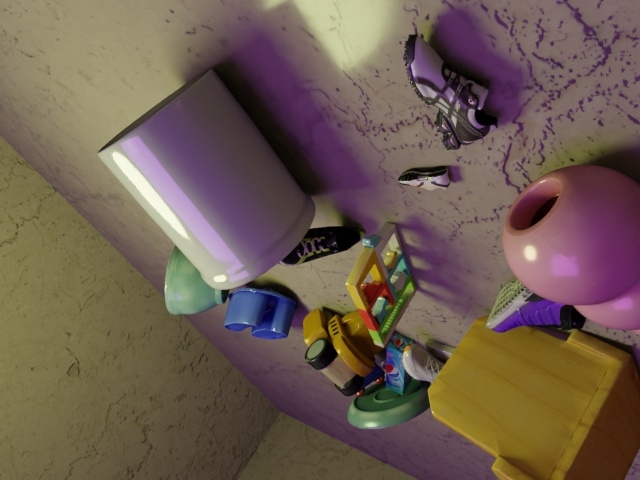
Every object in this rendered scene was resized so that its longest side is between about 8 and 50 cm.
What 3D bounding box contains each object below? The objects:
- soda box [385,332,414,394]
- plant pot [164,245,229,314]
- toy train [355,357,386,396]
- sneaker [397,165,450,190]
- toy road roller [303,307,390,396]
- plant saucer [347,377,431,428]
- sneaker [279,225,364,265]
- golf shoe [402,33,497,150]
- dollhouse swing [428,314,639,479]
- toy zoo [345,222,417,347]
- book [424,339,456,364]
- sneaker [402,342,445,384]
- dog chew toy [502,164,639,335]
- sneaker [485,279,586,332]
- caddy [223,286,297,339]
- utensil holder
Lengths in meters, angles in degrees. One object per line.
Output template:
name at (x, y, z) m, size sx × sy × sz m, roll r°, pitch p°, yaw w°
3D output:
soda box at (0.259, 0.405, 1.534) m, size 0.067 × 0.071 × 0.210 m, roll 19°, pitch 133°, yaw 29°
plant pot at (-0.458, 0.152, 1.828) m, size 0.196 × 0.293 × 0.293 m, roll 6°, pitch 148°, yaw 2°
toy train at (0.178, 0.431, 1.680) m, size 0.105 × 0.248 × 0.143 m, roll 48°, pitch -170°, yaw -30°
sneaker at (0.197, -0.112, 0.897) m, size 0.109 × 0.040 × 0.044 m, roll 6°, pitch 142°, yaw 44°
toy road roller at (0.092, 0.330, 1.578) m, size 0.202 × 0.240 × 0.329 m, roll 46°, pitch -172°, yaw -18°
plant saucer at (0.238, 0.547, 1.620) m, size 0.317 × 0.317 × 0.044 m, roll -15°, pitch 93°, yaw 56°
sneaker at (0.000, 0.000, 1.133) m, size 0.097 × 0.234 × 0.084 m, roll -17°, pitch 88°, yaw 60°
golf shoe at (0.197, -0.229, 0.698) m, size 0.093 × 0.077 × 0.198 m, roll -11°, pitch 135°, yaw 41°
dollhouse swing at (0.471, 0.387, 1.040) m, size 0.305 × 0.347 × 0.315 m, roll 11°, pitch 145°, yaw 54°
toy zoo at (0.146, 0.095, 1.109) m, size 0.030 × 0.192 × 0.293 m, roll 13°, pitch 145°, yaw 37°
book at (0.381, 0.366, 1.429) m, size 0.096 × 0.035 × 0.144 m, roll 11°, pitch 142°, yaw 42°
sneaker at (0.356, 0.387, 1.380) m, size 0.262 × 0.099 × 0.121 m, roll 43°, pitch 146°, yaw -17°
dog chew toy at (0.439, 0.036, 0.698) m, size 0.331 × 0.207 × 0.206 m, roll 33°, pitch 153°, yaw -12°
sneaker at (0.443, 0.137, 0.934) m, size 0.146 × 0.102 × 0.293 m, roll 30°, pitch 152°, yaw 10°
caddy at (-0.235, 0.268, 1.827) m, size 0.241 × 0.179 × 0.341 m, roll 22°, pitch 157°, yaw -22°
utensil holder at (-0.249, -0.134, 1.068) m, size 0.327 × 0.328 × 0.385 m, roll -2°, pitch 133°, yaw 50°
